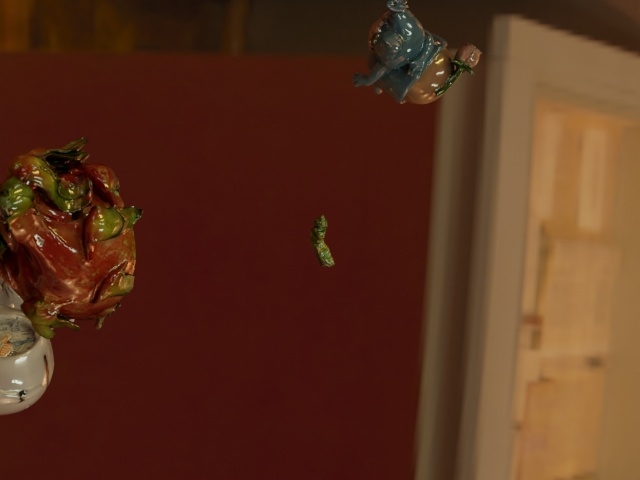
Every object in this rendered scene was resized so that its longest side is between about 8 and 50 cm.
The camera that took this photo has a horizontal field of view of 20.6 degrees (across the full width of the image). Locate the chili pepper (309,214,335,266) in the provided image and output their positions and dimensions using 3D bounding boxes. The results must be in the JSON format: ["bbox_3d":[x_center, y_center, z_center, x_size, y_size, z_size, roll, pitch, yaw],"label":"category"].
[{"bbox_3d":[0.000,0.000,2.184,0.022,0.027,0.083,-35,137,-26],"label":"chili pepper"}]

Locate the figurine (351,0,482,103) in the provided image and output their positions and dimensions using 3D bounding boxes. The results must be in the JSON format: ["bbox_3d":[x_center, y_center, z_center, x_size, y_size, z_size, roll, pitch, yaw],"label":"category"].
[{"bbox_3d":[0.120,-0.227,2.206,0.114,0.144,0.178,-63,161,-12],"label":"figurine"}]

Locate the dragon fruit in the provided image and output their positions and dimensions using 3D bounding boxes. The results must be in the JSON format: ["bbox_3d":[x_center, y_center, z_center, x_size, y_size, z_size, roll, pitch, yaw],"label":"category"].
[{"bbox_3d":[-0.205,-0.009,1.306,0.175,0.138,0.142,35,61,-58],"label":"dragon fruit"}]

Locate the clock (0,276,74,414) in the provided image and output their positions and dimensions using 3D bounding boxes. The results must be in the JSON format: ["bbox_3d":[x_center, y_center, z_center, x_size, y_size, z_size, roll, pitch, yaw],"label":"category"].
[{"bbox_3d":[-0.283,0.087,1.630,0.176,0.117,0.080,-117,-158,-48],"label":"clock"}]
